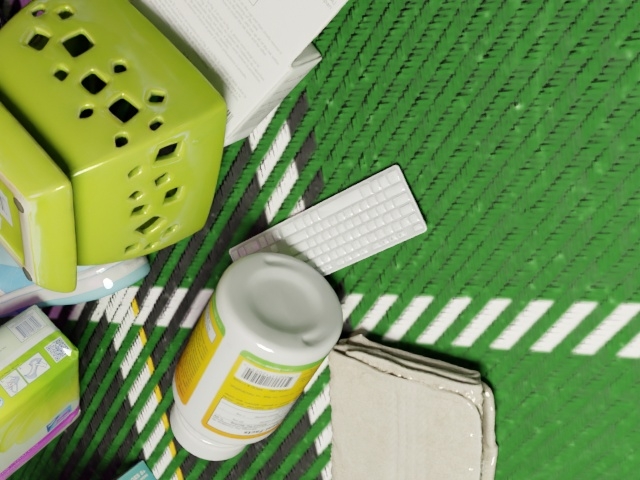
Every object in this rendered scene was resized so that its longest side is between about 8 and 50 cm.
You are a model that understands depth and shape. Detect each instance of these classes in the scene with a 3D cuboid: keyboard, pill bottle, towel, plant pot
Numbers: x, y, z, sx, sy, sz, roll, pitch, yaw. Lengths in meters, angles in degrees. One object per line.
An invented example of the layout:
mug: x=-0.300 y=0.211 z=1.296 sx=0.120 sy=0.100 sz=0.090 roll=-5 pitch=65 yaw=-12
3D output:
keyboard: x=0.000 y=0.000 z=0.969 sx=0.256 sy=0.014 sz=0.072 roll=-25 pitch=94 yaw=38
pill bottle: x=-0.083 y=0.138 z=1.000 sx=0.136 sy=0.136 sz=0.245 roll=42 pitch=133 yaw=12
towel: x=0.094 y=0.244 z=0.990 sx=0.187 sy=0.049 sz=0.282 roll=15 pitch=118 yaw=30
plant pot: x=-0.253 y=-0.097 z=0.929 sx=0.228 sy=0.207 sz=0.227 roll=46 pitch=149 yaw=16

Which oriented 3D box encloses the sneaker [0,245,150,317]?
sneaker: x=-0.373 y=-0.020 z=1.144 sx=0.319 sy=0.127 sz=0.208 roll=-11 pitch=105 yaw=27

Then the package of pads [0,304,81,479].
package of pads: x=-0.419 y=0.223 z=1.145 sx=0.101 sy=0.229 sz=0.296 roll=45 pitch=153 yaw=10

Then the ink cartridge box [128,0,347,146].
ink cartridge box: x=-0.106 y=-0.282 z=0.887 sx=0.296 sy=0.066 sz=0.261 roll=52 pitch=129 yaw=4

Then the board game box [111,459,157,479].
board game box: x=-0.239 y=0.499 z=1.189 sx=0.079 sy=0.254 sz=0.336 roll=-36 pitch=88 yaw=38

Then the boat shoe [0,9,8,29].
boat shoe: x=-0.458 y=-0.326 z=1.087 sx=0.301 sy=0.108 sz=0.102 roll=48 pitch=130 yaw=17
